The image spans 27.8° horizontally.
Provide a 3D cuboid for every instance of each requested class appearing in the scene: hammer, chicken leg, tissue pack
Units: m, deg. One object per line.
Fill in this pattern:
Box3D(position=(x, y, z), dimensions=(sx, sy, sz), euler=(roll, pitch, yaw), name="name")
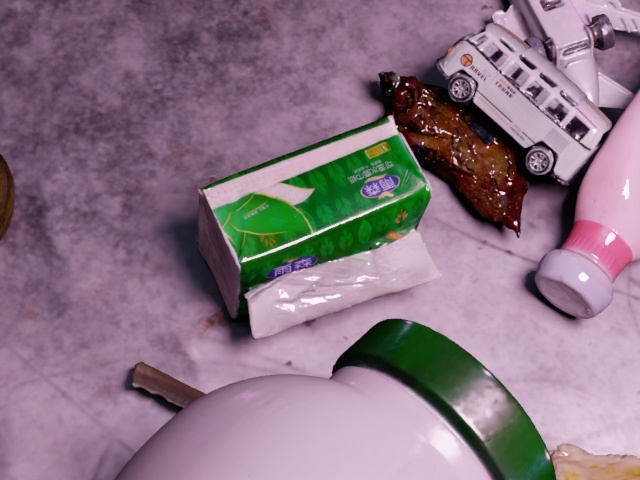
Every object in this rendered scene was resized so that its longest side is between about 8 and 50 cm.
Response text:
Box3D(position=(-0.048, 0.185, 1.229), dimensions=(0.297, 0.027, 0.125), euler=(21, 37, 11), name="hammer")
Box3D(position=(0.142, -0.101, 1.382), dimensions=(0.234, 0.063, 0.105), euler=(37, 73, 11), name="chicken leg")
Box3D(position=(0.001, -0.001, 1.273), dimensions=(0.209, 0.148, 0.156), euler=(-21, 68, -15), name="tissue pack")

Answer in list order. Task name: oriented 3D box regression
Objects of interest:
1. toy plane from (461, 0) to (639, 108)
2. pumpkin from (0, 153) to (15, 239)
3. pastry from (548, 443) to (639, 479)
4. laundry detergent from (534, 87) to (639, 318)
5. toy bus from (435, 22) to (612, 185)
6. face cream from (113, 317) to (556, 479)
Box3D(position=(0.260, -0.237, 1.437), dimensions=(0.251, 0.101, 0.255), euler=(-18, 67, -3), name="toy plane")
Box3D(position=(-0.375, -0.078, 1.290), dimensions=(0.126, 0.131, 0.248), euler=(-15, 71, -3), name="pumpkin")
Box3D(position=(0.329, 0.250, 1.214), dimensions=(0.258, 0.089, 0.121), euler=(0, 61, -6), name="pastry")
Box3D(position=(0.342, -0.065, 1.347), dimensions=(0.088, 0.159, 0.335), euler=(17, 63, 48), name="laundry detergent")
Box3D(position=(0.213, -0.148, 1.345), dimensions=(0.194, 0.089, 0.087), euler=(44, 25, 10), name="toy bus")
Box3D(position=(-0.006, 0.246, 1.005), dimensions=(0.357, 0.219, 0.312), euler=(-40, 70, -23), name="face cream")
